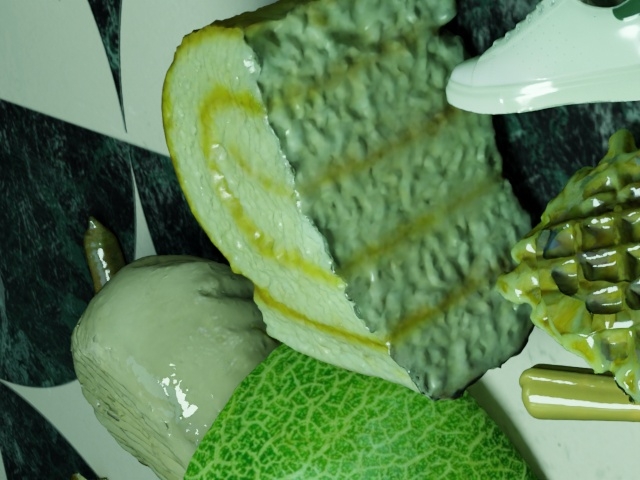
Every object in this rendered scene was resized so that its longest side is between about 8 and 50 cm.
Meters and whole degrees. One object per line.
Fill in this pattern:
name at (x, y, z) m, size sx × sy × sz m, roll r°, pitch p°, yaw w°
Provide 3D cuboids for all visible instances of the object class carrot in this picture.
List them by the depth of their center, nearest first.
carrot at (-0.245, 0.129, 2.173) m, size 0.070 × 0.070 × 0.342 m, roll -2°, pitch 105°, yaw 51°

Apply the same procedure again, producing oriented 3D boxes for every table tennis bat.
table tennis bat at (0.318, 0.137, 1.410) m, size 0.321 × 0.050 × 0.198 m, roll 2°, pitch 137°, yaw 30°

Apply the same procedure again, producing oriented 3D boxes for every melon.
melon at (0.010, 0.284, 1.719) m, size 0.331 × 0.343 × 0.226 m, roll 47°, pitch 160°, yaw -1°

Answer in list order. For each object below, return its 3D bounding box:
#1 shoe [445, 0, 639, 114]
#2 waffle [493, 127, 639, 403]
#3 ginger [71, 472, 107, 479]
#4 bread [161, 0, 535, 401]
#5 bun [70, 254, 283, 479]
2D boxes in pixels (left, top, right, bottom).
shoe at (0.210, -0.170, 1.409) m, size 0.265 × 0.095 × 0.110 m, roll 2°, pitch 107°, yaw 45°
waffle at (0.265, 0.010, 1.370) m, size 0.223 × 0.204 × 0.054 m, roll 41°, pitch 174°, yaw 42°
ginger at (-0.318, 0.387, 2.443) m, size 0.057 × 0.044 × 0.137 m, roll -15°, pitch 108°, yaw 24°
bread at (0.021, -0.045, 1.598) m, size 0.264 × 0.239 × 0.395 m, roll -9°, pitch 106°, yaw 57°
bun at (-0.126, 0.169, 1.920) m, size 0.326 × 0.234 × 0.362 m, roll 7°, pitch 133°, yaw 56°
